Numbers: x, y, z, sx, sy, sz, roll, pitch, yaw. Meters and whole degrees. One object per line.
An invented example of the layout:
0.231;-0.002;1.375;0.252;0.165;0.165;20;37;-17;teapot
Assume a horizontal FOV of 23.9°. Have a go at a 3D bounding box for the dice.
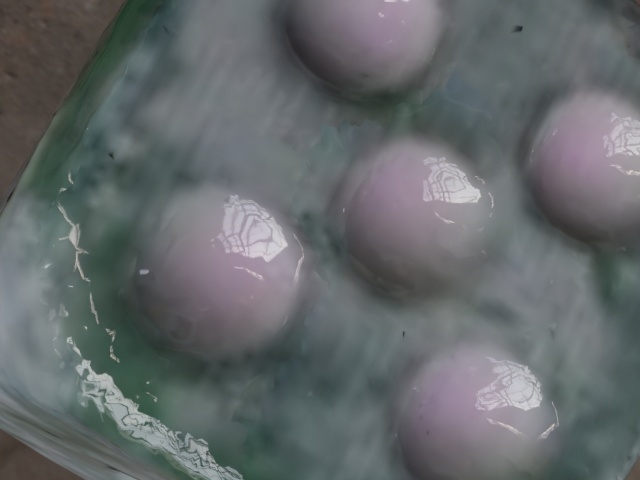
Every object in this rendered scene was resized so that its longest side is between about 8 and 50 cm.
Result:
0.000;0.000;0.849;0.330;0.328;0.348;30;75;-12;dice
